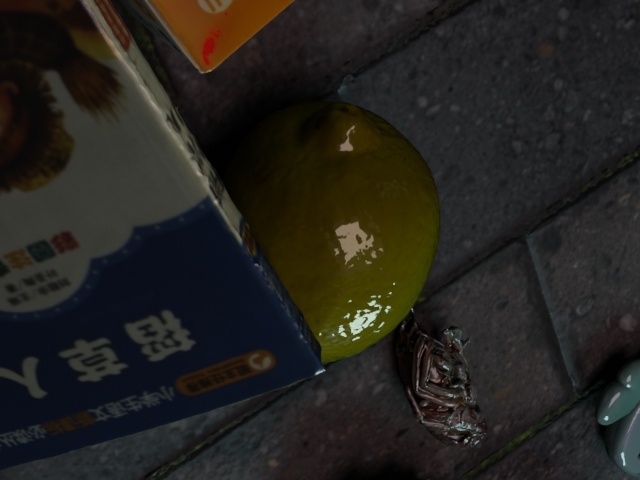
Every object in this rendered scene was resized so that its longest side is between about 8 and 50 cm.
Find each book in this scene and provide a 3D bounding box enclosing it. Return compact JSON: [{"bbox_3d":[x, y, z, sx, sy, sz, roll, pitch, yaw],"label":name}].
[{"bbox_3d":[-0.217,-0.020,0.750,0.300,0.039,0.428,-19,125,16],"label":"book"}]

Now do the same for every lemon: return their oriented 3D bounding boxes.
[{"bbox_3d":[0.000,0.000,0.893,0.184,0.184,0.249,-3,128,-29],"label":"lemon"}]

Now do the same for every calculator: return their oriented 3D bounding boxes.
[{"bbox_3d":[0.417,0.194,1.316,0.298,0.041,0.186,18,103,-37],"label":"calculator"}]

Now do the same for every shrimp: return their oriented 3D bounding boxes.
[{"bbox_3d":[0.112,0.129,1.093,0.073,0.075,0.190,-16,115,15],"label":"shrimp"}]

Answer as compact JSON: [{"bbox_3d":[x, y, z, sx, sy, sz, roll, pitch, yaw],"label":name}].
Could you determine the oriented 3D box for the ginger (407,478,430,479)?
[{"bbox_3d":[0.091,0.315,1.151,0.216,0.102,0.157,30,104,-37],"label":"ginger"}]

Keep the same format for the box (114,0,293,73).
[{"bbox_3d":[-0.040,-0.250,0.720,0.274,0.221,0.091,-39,131,-5],"label":"box"}]
